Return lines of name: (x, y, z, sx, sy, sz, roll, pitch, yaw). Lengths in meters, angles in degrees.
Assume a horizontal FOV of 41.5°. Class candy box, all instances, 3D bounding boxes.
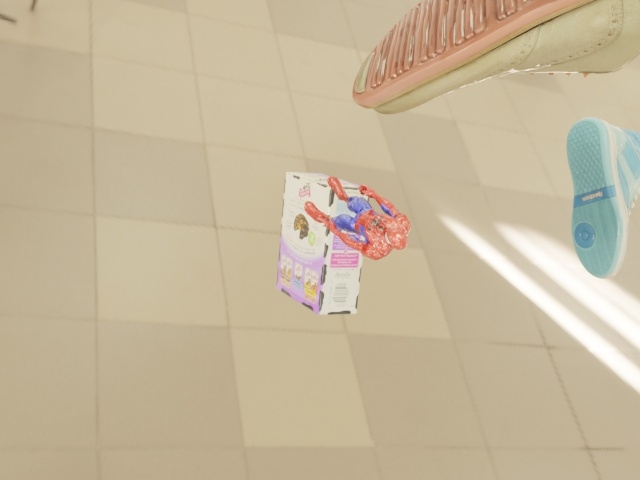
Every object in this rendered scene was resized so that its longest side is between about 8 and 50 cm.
candy box: (0.000, 0.000, 1.318, 0.070, 0.196, 0.165, 0, 12, -27)

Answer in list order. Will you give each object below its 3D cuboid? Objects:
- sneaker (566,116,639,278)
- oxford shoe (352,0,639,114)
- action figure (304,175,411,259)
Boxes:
sneaker: (0.609, -0.085, 1.697, 0.208, 0.127, 0.319, 0, 87, -34)
oxford shoe: (0.209, -0.193, 0.801, 0.146, 0.396, 0.141, 43, 45, -33)
action figure: (0.023, -0.014, 0.517, 0.030, 0.038, 0.115, 51, -9, -28)
